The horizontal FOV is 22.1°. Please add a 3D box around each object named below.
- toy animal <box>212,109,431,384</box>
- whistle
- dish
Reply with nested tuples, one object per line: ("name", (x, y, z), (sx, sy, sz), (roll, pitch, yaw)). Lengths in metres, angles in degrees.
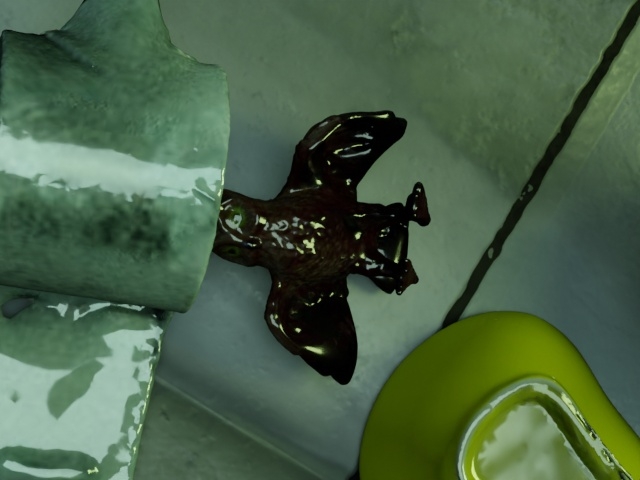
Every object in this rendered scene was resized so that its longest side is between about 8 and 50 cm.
("toy animal", (-0.008, -0.001, 1.277), (0.179, 0.116, 0.218), (10, 95, -9))
("whistle", (-0.185, 0.013, 1.237), (0.168, 0.188, 0.404), (9, 116, -14))
("dish", (0.166, 0.186, 1.292), (0.221, 0.108, 0.262), (-44, 93, -10))
